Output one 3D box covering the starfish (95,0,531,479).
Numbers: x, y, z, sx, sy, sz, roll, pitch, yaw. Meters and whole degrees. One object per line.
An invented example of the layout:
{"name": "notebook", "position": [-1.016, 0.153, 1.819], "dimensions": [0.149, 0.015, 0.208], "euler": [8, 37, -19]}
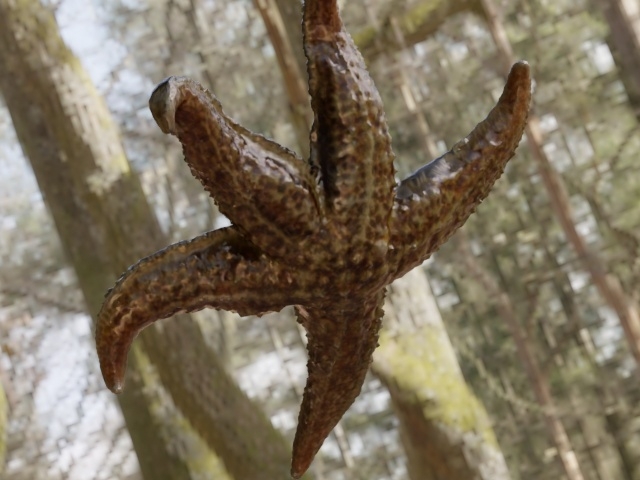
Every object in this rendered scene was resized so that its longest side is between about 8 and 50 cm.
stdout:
{"name": "starfish", "position": [0.003, 0.003, 0.649], "dimensions": [0.213, 0.238, 0.057], "euler": [-18, 28, -18]}
